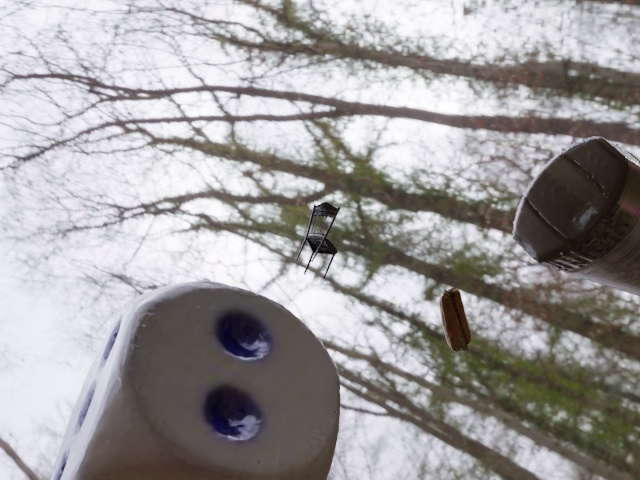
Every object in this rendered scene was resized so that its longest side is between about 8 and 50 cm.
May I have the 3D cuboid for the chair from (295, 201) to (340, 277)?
[{"bbox_3d":[0.001,0.000,1.137,0.042,0.037,0.086,53,-130,-50],"label":"chair"}]

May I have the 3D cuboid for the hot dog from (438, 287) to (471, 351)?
[{"bbox_3d":[0.154,0.093,1.097,0.037,0.021,0.083,-30,-63,-35],"label":"hot dog"}]

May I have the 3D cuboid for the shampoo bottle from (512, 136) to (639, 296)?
[{"bbox_3d":[0.216,-0.006,0.643,0.227,0.056,0.086,13,-61,-49],"label":"shampoo bottle"}]

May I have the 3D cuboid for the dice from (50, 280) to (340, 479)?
[{"bbox_3d":[-0.140,0.214,1.014,0.243,0.251,0.259,20,-51,-14],"label":"dice"}]
